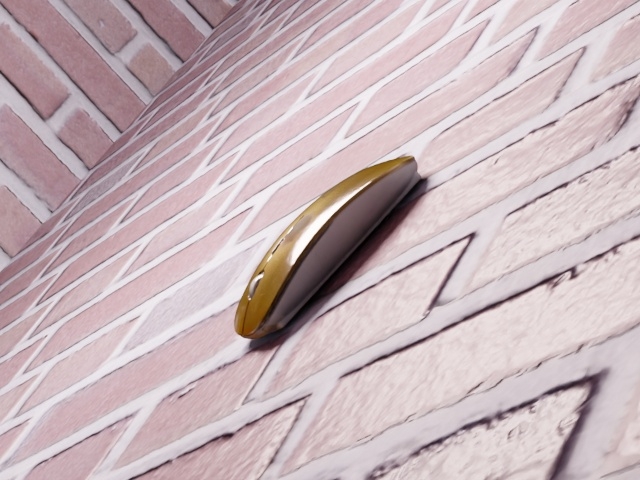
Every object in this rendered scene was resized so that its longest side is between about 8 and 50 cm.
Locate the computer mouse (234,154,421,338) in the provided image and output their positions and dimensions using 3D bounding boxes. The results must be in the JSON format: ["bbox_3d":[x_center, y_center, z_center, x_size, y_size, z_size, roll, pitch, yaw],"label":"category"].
[{"bbox_3d":[-0.001,-0.002,1.345,0.199,0.045,0.102,-46,11,-14],"label":"computer mouse"}]
